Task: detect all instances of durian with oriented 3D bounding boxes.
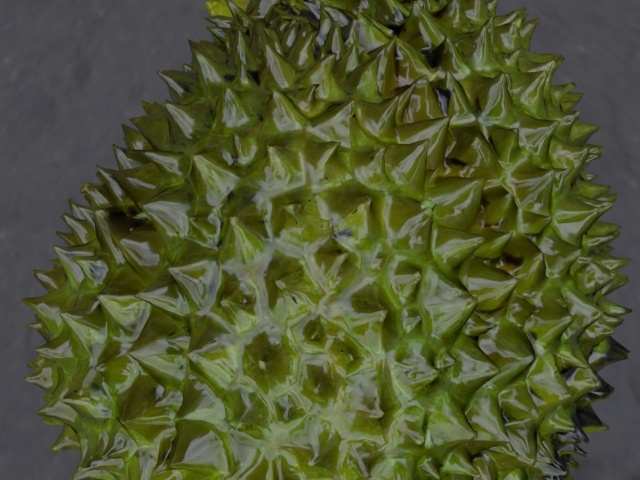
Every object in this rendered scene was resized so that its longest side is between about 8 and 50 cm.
[{"bbox_3d":[0.012,0.006,0.553,0.159,0.146,0.198,25,61,1],"label":"durian"}]
